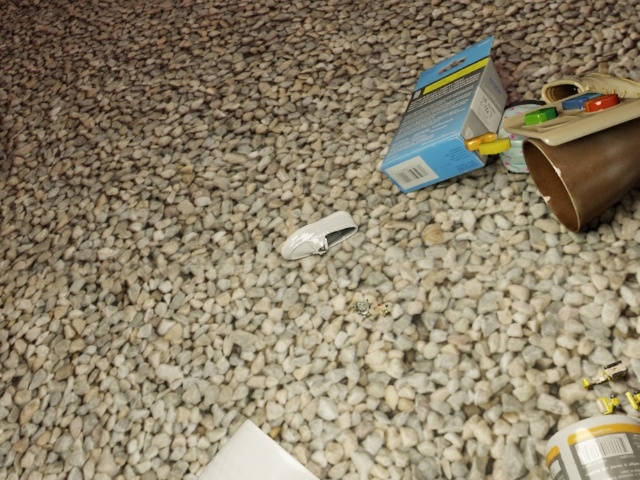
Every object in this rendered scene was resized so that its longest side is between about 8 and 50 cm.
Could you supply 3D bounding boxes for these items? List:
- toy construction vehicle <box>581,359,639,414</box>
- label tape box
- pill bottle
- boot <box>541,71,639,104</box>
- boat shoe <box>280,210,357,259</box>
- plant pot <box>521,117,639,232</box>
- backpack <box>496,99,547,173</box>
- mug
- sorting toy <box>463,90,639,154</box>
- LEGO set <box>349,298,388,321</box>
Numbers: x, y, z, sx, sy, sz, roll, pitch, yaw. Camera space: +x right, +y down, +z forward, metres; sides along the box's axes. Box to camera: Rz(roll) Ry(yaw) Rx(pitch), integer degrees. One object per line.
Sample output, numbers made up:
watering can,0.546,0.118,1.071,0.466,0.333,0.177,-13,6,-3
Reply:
toy construction vehicle,0.518,0.260,1.267,0.098,0.035,0.086,-24,58,2
label tape box,0.301,-0.289,1.686,0.240,0.106,0.334,-18,39,48
pill bottle,0.448,0.414,1.071,0.162,0.162,0.279,-15,49,6
boot,0.643,-0.306,1.600,0.203,0.095,0.262,-14,34,-37
boat shoe,0.000,0.000,1.648,0.184,0.066,0.063,-25,46,-15
plant pot,0.562,-0.165,1.463,0.230,0.215,0.215,-29,47,5
backpack,0.454,-0.233,1.634,0.151,0.115,0.182,-13,40,25
mug,-0.137,0.489,1.167,0.328,0.276,0.374,-49,23,-14
sorting toy,0.447,-0.235,1.429,0.307,0.041,0.229,-19,18,-2
LEGO set,0.099,0.139,1.516,0.083,0.023,0.054,-13,48,8
